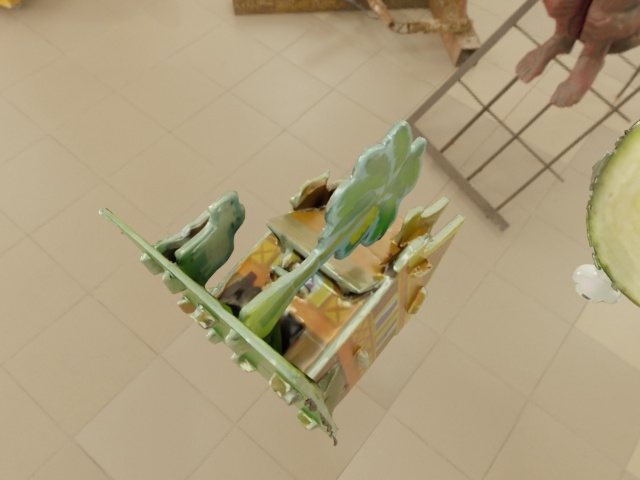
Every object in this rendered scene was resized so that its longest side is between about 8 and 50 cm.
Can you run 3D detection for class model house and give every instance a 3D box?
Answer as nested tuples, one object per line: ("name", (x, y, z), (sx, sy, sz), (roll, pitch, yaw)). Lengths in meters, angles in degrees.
("model house", (0.000, 0.000, 0.576), (0.242, 0.358, 0.313), (32, 72, 23))

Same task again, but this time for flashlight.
("flashlight", (0.541, 0.044, 0.976), (0.093, 0.200, 0.047), (37, 53, 12))

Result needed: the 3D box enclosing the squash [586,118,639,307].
("squash", (0.359, -0.034, 0.423), (0.260, 0.189, 0.189), (-9, 57, -37))
